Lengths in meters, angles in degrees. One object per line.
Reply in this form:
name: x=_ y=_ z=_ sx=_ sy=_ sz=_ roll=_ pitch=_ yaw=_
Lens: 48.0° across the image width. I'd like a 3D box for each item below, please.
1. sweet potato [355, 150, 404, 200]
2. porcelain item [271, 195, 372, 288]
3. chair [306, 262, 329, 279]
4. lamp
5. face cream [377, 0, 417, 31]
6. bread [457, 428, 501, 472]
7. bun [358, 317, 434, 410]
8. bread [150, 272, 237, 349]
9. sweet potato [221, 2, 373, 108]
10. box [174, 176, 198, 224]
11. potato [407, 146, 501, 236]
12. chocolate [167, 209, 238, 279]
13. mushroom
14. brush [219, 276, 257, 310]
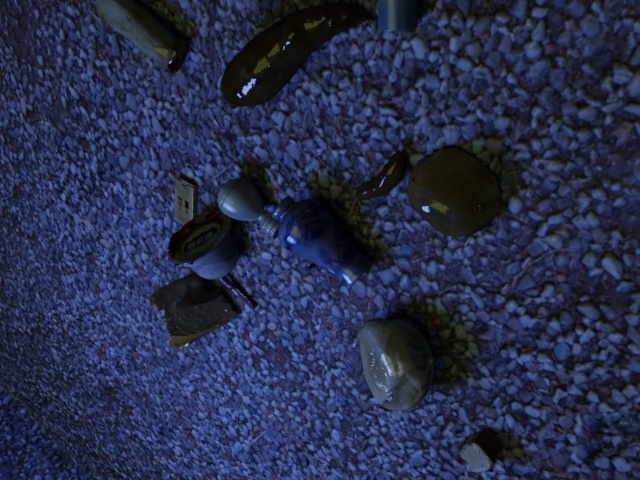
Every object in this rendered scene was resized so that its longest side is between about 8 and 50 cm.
sweet potato: x=0.133 y=-0.125 z=1.571 sx=0.054 sy=0.053 sz=0.182 roll=23 pitch=143 yaw=-22
porcelain item: x=0.000 y=0.000 z=1.703 sx=0.259 sy=0.141 sz=0.141 roll=41 pitch=134 yaw=2
chair: x=-0.015 y=0.057 z=1.808 sx=0.042 sy=0.037 sz=0.086 roll=-13 pitch=109 yaw=32
lamp: x=-0.174 y=-0.083 z=1.826 sx=0.193 sy=0.106 sz=0.106 roll=35 pitch=133 yaw=6
face cream: x=0.140 y=-0.518 z=1.321 sx=0.077 sy=0.077 sz=0.250 roll=14 pitch=122 yaw=34
bread: x=0.380 y=0.498 z=1.701 sx=0.077 sy=0.070 sz=0.083 roll=51 pitch=137 yaw=6
bun: x=0.186 y=0.286 z=1.704 sx=0.229 sy=0.145 sz=0.229 roll=164 pitch=90 yaw=-76
bread: x=-0.407 y=0.217 z=2.115 sx=0.211 sy=0.224 sz=0.184 roll=-32 pitch=86 yaw=53
sweet potato: x=-0.078 y=-0.405 z=1.546 sx=0.422 sy=0.130 sz=0.130 roll=-27 pitch=95 yaw=37
box: x=-0.382 y=-0.107 z=2.037 sx=0.073 sy=0.020 sz=0.149 roll=30 pitch=130 yaw=26
potato: x=0.249 y=-0.084 z=1.454 sx=0.202 sy=0.117 sz=0.182 roll=37 pitch=135 yaw=18
chocolate: x=-0.302 y=0.027 z=1.958 sx=0.221 sy=0.221 sz=0.147 roll=9 pitch=145 yaw=36
mushroom: x=-0.454 y=-0.534 z=1.814 sx=0.312 sy=0.081 sz=0.100 roll=40 pitch=127 yaw=18
brush: x=-0.295 y=0.091 z=2.056 sx=0.301 sy=0.071 sz=0.084 roll=41 pitch=150 yaw=3
